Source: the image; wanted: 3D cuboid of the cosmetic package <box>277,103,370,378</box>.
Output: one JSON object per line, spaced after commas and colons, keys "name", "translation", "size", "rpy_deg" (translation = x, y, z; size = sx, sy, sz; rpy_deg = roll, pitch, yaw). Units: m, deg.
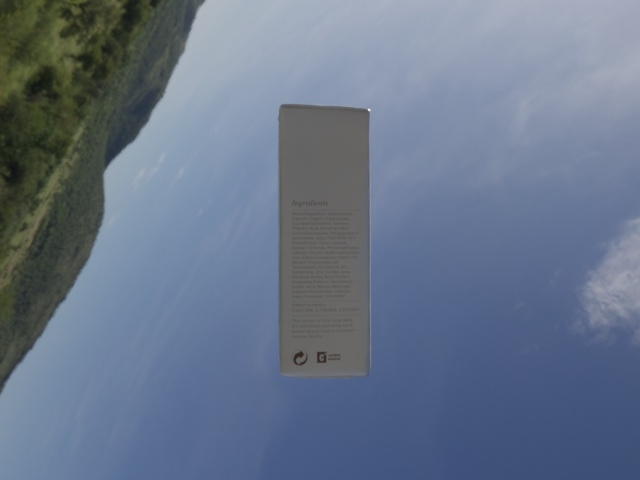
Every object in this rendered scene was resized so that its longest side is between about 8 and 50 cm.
{"name": "cosmetic package", "translation": [0.000, 0.000, 0.491], "size": [0.117, 0.085, 0.231], "rpy_deg": [-166, -103, -84]}
